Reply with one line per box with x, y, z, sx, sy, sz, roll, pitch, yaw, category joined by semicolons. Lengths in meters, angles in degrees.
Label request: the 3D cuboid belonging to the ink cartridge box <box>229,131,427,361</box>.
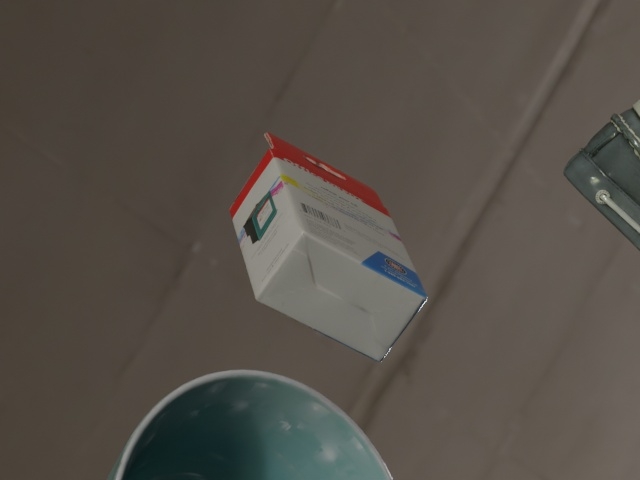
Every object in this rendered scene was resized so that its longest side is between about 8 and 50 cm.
0.000;0.000;1.669;0.134;0.231;0.078;28;-72;-21;ink cartridge box

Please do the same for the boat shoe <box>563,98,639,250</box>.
0.305;0.035;1.476;0.099;0.116;0.319;-33;-72;7;boat shoe

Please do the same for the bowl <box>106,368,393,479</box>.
-0.088;0.284;1.663;0.311;0.311;0.163;-29;1;-39;bowl
